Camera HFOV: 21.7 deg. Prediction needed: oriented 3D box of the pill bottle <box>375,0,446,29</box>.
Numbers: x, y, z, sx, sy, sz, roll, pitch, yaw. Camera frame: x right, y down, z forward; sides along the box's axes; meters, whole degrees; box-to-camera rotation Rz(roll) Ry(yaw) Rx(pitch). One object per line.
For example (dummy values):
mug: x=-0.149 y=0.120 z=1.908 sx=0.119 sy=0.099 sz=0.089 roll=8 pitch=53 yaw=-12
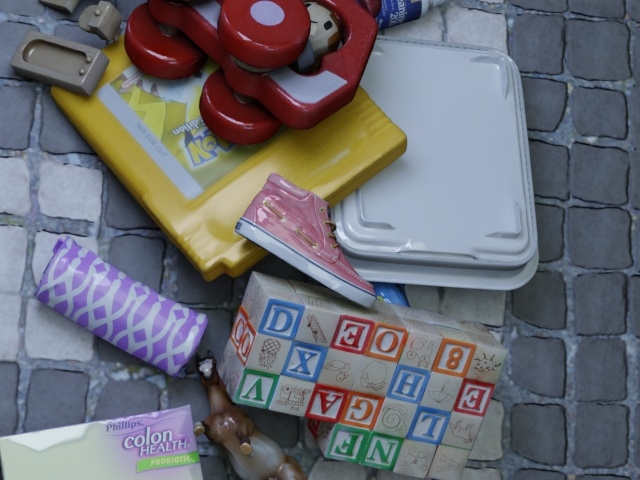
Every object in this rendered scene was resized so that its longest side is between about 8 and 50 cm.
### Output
pill bottle: x=0.093 y=-0.301 z=2.069 sx=0.120 sy=0.067 sz=0.067 roll=-18 pitch=83 yaw=-17

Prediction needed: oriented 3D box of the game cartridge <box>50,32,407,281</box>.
game cartridge: x=-0.107 y=-0.142 z=1.928 sx=0.285 sy=0.053 sz=0.324 roll=-37 pitch=67 yaw=-13

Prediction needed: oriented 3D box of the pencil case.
pencil case: x=-0.223 y=0.074 z=1.902 sx=0.206 sy=0.086 sz=0.088 roll=31 pitch=38 yaw=-8

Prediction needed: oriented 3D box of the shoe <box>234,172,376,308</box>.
shoe: x=0.000 y=0.000 z=1.826 sx=0.178 sy=0.063 sz=0.081 roll=32 pitch=87 yaw=-11

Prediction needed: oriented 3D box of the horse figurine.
horse figurine: x=-0.065 y=0.252 z=1.876 sx=0.066 sy=0.174 sz=0.263 roll=-42 pitch=98 yaw=2

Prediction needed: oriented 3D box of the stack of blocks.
stack of blocks: x=0.041 y=0.156 z=1.884 sx=0.297 sy=0.087 sz=0.171 roll=14 pitch=105 yaw=-21

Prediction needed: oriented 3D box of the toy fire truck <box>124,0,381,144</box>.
toy fire truck: x=-0.063 y=-0.266 z=1.884 sx=0.302 sy=0.169 sz=0.254 roll=41 pitch=55 yaw=17

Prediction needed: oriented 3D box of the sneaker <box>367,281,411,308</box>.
sneaker: x=0.048 y=0.035 z=1.995 sx=0.082 sy=0.069 sz=0.209 roll=-10 pitch=65 yaw=-54

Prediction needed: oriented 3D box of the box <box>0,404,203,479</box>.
box: x=-0.233 y=0.320 z=1.826 sx=0.213 sy=0.117 sz=0.243 roll=-9 pitch=81 yaw=-15

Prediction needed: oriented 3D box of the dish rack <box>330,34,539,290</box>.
dish rack: x=0.129 y=-0.109 z=1.995 sx=0.285 sy=0.072 sz=0.333 roll=5 pitch=64 yaw=-14

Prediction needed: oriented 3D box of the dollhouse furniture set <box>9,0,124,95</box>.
dollhouse furniture set: x=-0.309 y=-0.274 z=1.905 sx=0.144 sy=0.123 sz=0.151 roll=19 pitch=74 yaw=31
